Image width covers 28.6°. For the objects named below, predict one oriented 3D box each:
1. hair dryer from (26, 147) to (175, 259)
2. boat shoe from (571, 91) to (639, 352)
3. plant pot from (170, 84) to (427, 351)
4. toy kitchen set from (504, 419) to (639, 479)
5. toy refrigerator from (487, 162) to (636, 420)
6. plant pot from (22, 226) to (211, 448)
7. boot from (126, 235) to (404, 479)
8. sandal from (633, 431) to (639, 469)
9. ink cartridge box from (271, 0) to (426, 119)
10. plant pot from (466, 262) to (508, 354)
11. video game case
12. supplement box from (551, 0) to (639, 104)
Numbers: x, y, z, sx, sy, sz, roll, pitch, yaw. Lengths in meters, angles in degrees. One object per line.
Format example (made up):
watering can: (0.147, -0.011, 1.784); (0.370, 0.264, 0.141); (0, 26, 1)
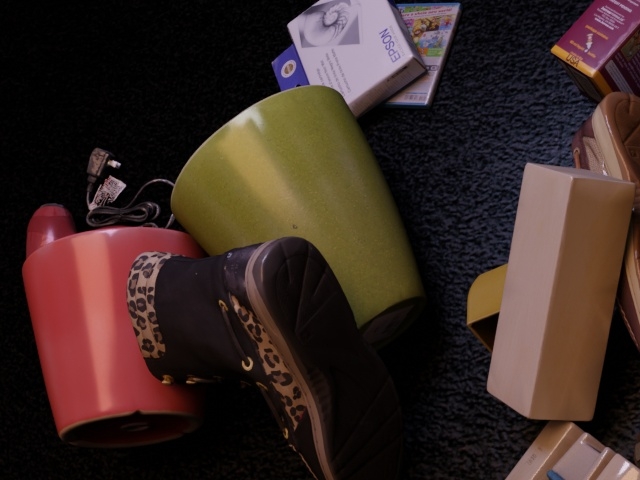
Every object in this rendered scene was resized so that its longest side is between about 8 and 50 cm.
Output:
hair dryer: (-0.370, -0.005, 1.961); (0.223, 0.080, 0.294); (30, 85, 40)
boat shoe: (0.358, -0.001, 1.457); (0.123, 0.123, 0.342); (-42, 51, 50)
plant pot: (0.000, 0.000, 1.610); (0.275, 0.275, 0.293); (-40, 68, 10)
toy kitchen set: (0.313, 0.303, 1.343); (0.122, 0.166, 0.207); (-52, 12, -1)
toy refrigerator: (0.270, 0.057, 1.399); (0.102, 0.094, 0.270); (-151, 68, -67)
plant pot: (-0.265, 0.143, 1.709); (0.274, 0.275, 0.243); (-19, 67, 25)
boot: (-0.070, 0.162, 1.525); (0.284, 0.377, 0.138); (1, 36, 44)
sandal: (0.430, 0.234, 1.306); (0.219, 0.060, 0.090); (-5, 57, 48)
ink cartridge box: (0.025, -0.266, 1.837); (0.224, 0.045, 0.223); (-36, 48, 18)
plant pot: (0.225, 0.076, 1.513); (0.081, 0.081, 0.083); (-24, 43, 22)
video game case: (0.129, -0.266, 1.802); (0.119, 0.015, 0.166); (7, 70, 37)
supplement box: (0.392, -0.264, 1.562); (0.188, 0.104, 0.081); (-49, 49, 2)
